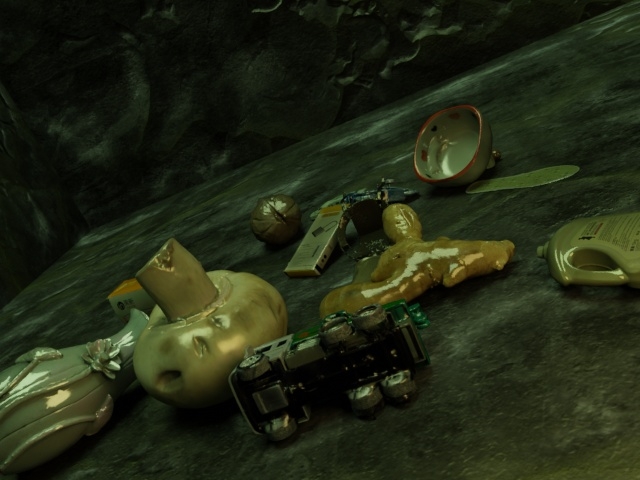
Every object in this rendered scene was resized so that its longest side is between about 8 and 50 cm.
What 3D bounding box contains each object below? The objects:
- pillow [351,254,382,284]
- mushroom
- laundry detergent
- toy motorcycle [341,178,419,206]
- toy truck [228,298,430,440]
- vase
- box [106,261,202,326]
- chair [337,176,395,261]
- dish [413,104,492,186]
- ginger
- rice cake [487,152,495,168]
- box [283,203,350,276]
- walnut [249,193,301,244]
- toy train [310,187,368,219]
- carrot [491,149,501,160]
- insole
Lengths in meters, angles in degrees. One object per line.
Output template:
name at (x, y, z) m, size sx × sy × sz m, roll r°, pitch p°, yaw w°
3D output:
pillow at (0.124, 0.089, 1.564) m, size 0.130 × 0.033 × 0.217 m, roll -12°, pitch 25°, yaw 24°
mushroom at (-0.264, 0.191, 1.422) m, size 0.353 × 0.353 × 0.325 m, roll -39°, pitch -5°, yaw -33°
laundry detergent at (0.505, 0.021, 1.167) m, size 0.253 × 0.091 × 0.181 m, roll -3°, pitch 35°, yaw 49°
toy motorcycle at (0.178, -0.129, 1.951) m, size 0.254 × 0.092 × 0.135 m, roll -9°, pitch 2°, yaw -43°
toy truck at (0.027, 0.217, 1.167) m, size 0.363 × 0.177 × 0.178 m, roll -22°, pitch 10°, yaw 8°
vase at (-0.565, 0.336, 1.518) m, size 0.445 × 0.250 × 0.250 m, roll -31°, pitch 19°, yaw -26°
box at (-0.387, 0.185, 1.686) m, size 0.273 × 0.221 × 0.091 m, roll -13°, pitch 23°, yaw 28°
chair at (0.132, -0.045, 1.756) m, size 0.174 × 0.149 × 0.213 m, roll -18°, pitch 24°, yaw 18°
dish at (0.402, -0.262, 1.919) m, size 0.256 × 0.117 × 0.256 m, roll -24°, pitch 55°, yaw 40°
ginger at (0.192, 0.069, 1.393) m, size 0.348 × 0.122 × 0.363 m, roll 9°, pitch 46°, yaw 46°
rice cake at (0.426, -0.231, 2.009) m, size 0.245 × 0.045 × 0.042 m, roll -5°, pitch 28°, yaw 47°
box at (0.000, 0.000, 1.854) m, size 0.129 × 0.033 × 0.247 m, roll -6°, pitch 45°, yaw 49°
walnut at (-0.153, -0.071, 2.165) m, size 0.178 × 0.178 × 0.230 m, roll -28°, pitch 13°, yaw -8°
toy train at (0.056, -0.118, 2.181) m, size 0.233 × 0.051 × 0.052 m, roll -13°, pitch 18°, yaw 33°
carrot at (0.485, -0.252, 2.010) m, size 0.035 × 0.036 × 0.165 m, roll -39°, pitch 20°, yaw -34°
insole at (0.534, -0.162, 1.750) m, size 0.322 × 0.007 × 0.109 m, roll -6°, pitch 27°, yaw 44°
